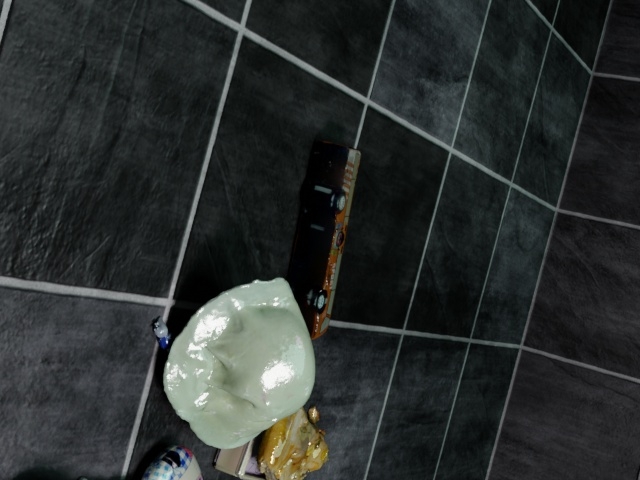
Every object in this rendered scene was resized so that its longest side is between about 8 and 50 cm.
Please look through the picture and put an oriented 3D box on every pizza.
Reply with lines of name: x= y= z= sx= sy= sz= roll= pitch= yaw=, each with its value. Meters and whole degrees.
pizza: x=-0.046 y=0.433 z=2.020 sx=0.189 sy=0.071 sz=0.297 roll=-66 pitch=154 yaw=-24

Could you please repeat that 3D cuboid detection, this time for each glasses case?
glasses case: x=-0.261 y=0.522 z=1.839 sx=0.125 sy=0.076 sz=0.327 roll=-43 pitch=137 yaw=-38

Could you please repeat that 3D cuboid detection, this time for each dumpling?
dumpling: x=-0.142 y=0.230 z=1.807 sx=0.212 sy=0.270 sz=0.321 roll=-96 pitch=171 yaw=-84

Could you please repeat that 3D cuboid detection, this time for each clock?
clock: x=-0.126 y=0.423 z=2.024 sx=0.192 sy=0.071 sz=0.147 roll=37 pitch=70 yaw=-58

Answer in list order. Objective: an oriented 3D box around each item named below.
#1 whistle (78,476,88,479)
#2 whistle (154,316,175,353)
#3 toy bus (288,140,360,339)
whistle: x=-0.384 y=0.446 z=1.561 sx=0.134 sy=0.142 sz=0.346 roll=-68 pitch=161 yaw=4
whistle: x=-0.273 y=0.172 z=1.720 sx=0.033 sy=0.029 sz=0.083 roll=-71 pitch=149 yaw=-49
toy bus: x=0.000 y=0.000 z=2.033 sx=0.092 sy=0.093 sz=0.409 roll=-3 pitch=106 yaw=-66
